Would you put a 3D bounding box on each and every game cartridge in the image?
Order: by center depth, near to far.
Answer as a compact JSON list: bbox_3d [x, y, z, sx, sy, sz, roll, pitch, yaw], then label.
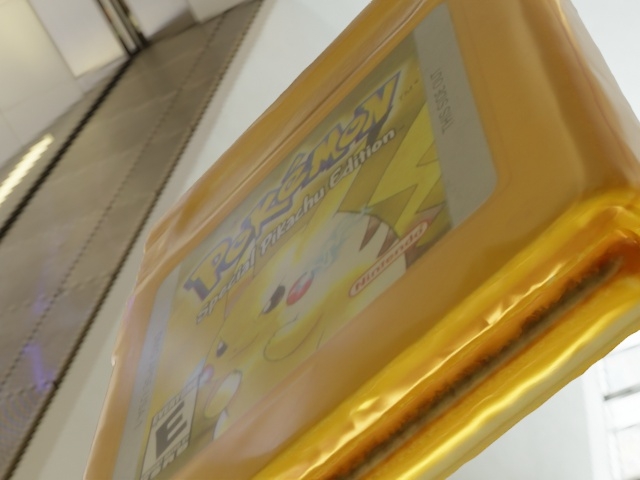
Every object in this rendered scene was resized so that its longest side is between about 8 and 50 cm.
[{"bbox_3d":[0.000,0.000,0.488,0.285,0.052,0.324,-43,-156,22],"label":"game cartridge"}]
